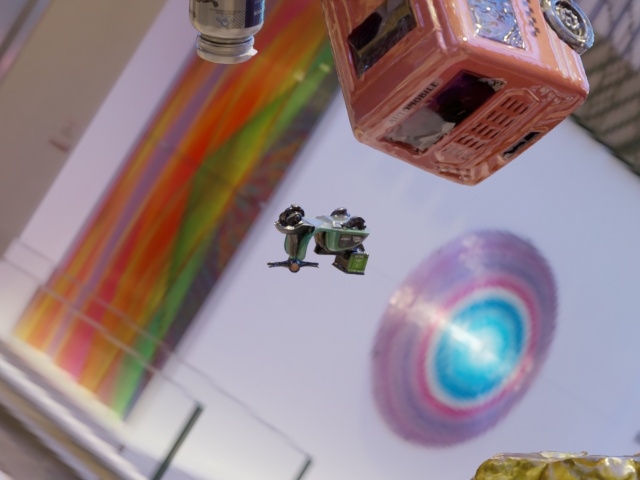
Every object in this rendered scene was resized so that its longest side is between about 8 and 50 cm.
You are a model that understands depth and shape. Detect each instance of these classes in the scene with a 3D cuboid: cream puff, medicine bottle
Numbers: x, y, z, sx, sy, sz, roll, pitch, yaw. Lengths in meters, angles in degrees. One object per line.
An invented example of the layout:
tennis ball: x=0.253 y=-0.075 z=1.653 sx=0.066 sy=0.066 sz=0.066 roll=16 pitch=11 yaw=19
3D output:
cream puff: x=0.286 y=0.305 z=1.452 sx=0.282 sy=0.185 sz=0.282 roll=-1 pitch=-10 yaw=0
medicine bottle: x=-0.128 y=-0.349 z=1.978 sx=0.107 sy=0.191 sz=0.107 roll=4 pitch=27 yaw=-2

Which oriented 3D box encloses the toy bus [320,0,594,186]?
toy bus: x=0.112 y=-0.287 z=1.503 sx=0.233 sy=0.203 sz=0.427 roll=14 pitch=51 yaw=-38

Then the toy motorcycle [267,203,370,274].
toy motorcycle: x=0.000 y=0.000 z=2.063 sx=0.173 sy=0.100 sz=0.058 roll=5 pitch=16 yaw=-38
